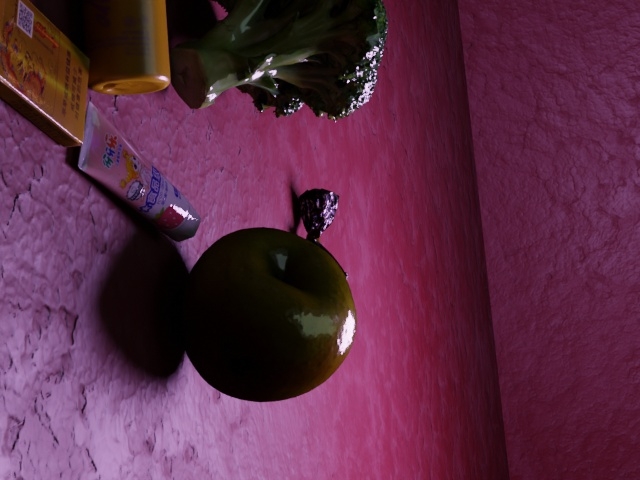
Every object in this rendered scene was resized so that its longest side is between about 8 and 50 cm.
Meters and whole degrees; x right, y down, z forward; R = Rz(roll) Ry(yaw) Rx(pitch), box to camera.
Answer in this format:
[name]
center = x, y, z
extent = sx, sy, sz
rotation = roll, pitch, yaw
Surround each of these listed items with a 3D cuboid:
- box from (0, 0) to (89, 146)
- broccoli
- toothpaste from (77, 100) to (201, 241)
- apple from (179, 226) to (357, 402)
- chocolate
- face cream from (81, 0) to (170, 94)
[box]
center = -0.238, -0.145, 0.990
extent = 0.156, 0.022, 0.089
rotation = 44, 42, -66
[broccoli]
center = -0.061, -0.228, 1.357
extent = 0.254, 0.269, 0.269
rotation = 44, 7, 16
[toothpaste]
center = -0.176, -0.057, 1.154
extent = 0.194, 0.042, 0.067
rotation = 47, 43, -56
[apple]
center = -0.058, 0.081, 1.265
extent = 0.157, 0.196, 0.196
rotation = -53, -168, 36
[chocolate]
center = -0.003, 0.000, 1.687
extent = 0.070, 0.072, 0.147
rotation = 56, 26, -53
[face cream]
center = -0.185, -0.276, 1.112
extent = 0.078, 0.078, 0.274
rotation = 10, 76, -74
